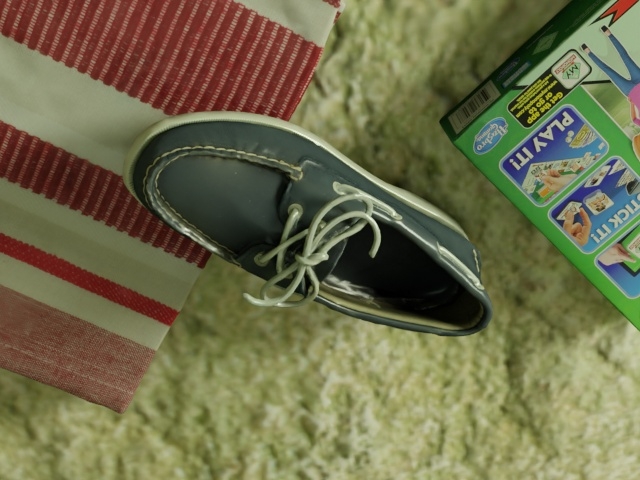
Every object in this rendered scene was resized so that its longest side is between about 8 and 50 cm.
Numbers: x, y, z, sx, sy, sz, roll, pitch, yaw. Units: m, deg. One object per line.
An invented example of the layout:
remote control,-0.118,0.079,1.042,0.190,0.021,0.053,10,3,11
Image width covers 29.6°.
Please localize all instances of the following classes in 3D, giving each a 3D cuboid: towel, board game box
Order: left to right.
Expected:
towel,-0.160,-0.065,0.747,0.237,0.037,0.329,25,110,-16
board game box,0.264,-0.106,0.762,0.317,0.046,0.213,-42,112,14

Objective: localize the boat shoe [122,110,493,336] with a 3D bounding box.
boat shoe,0.000,0.000,0.741,0.254,0.079,0.095,26,112,-32
